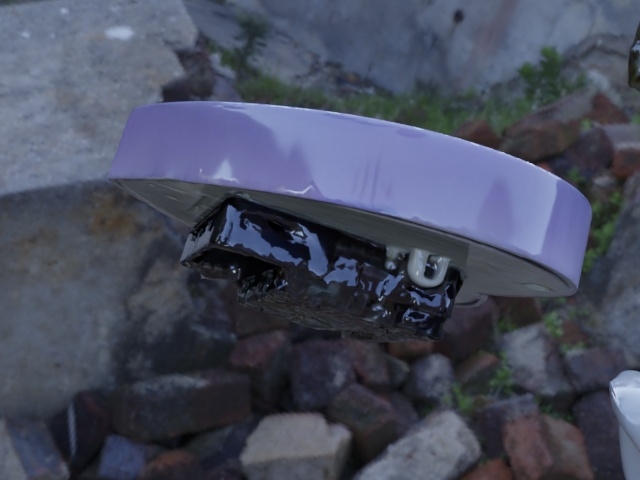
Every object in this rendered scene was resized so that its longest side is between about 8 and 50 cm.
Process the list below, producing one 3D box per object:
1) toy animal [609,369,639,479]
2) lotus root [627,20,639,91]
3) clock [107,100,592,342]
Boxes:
[{"bbox_3d":[0.134,0.139,0.329,0.128,0.193,0.178,5,54,0],"label":"toy animal"},{"bbox_3d":[0.402,-0.133,0.724,0.267,0.149,0.260,15,-6,-36],"label":"lotus root"},{"bbox_3d":[0.000,0.000,0.419,0.172,0.064,0.198,16,-10,-13],"label":"clock"}]
